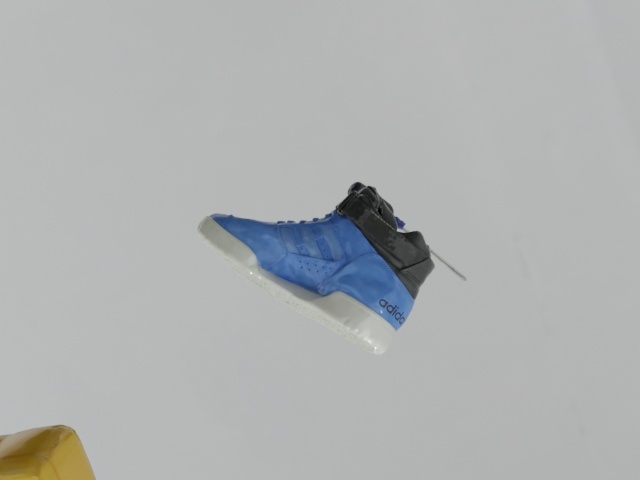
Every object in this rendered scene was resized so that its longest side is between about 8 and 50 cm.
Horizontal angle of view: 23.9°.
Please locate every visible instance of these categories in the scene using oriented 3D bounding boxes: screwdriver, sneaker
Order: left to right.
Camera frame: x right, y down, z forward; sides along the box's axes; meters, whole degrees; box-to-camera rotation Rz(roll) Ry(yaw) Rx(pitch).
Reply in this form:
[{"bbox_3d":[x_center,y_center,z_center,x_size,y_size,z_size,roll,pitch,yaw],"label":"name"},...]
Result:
[{"bbox_3d":[0.000,0.000,0.921,0.152,0.058,0.084,28,-102,33],"label":"sneaker"},{"bbox_3d":[0.091,-0.008,1.490,0.025,0.170,0.024,-56,-152,3],"label":"screwdriver"}]

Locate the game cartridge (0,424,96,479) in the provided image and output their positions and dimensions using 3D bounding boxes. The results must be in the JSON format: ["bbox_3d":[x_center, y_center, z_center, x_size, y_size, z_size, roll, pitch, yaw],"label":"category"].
[{"bbox_3d":[-0.208,0.228,0.657,0.324,0.285,0.052,-10,-160,22],"label":"game cartridge"}]
